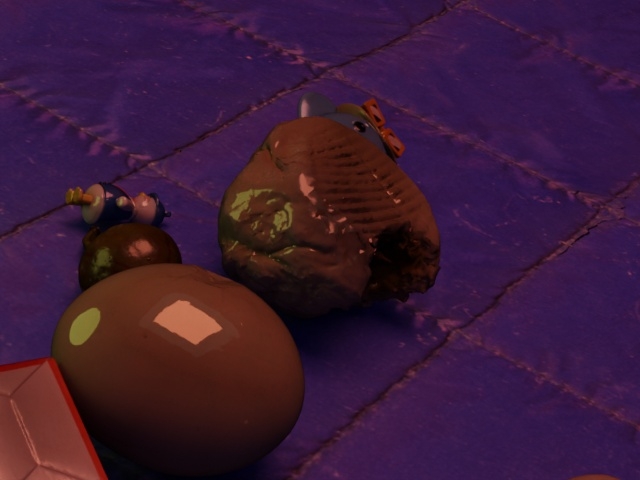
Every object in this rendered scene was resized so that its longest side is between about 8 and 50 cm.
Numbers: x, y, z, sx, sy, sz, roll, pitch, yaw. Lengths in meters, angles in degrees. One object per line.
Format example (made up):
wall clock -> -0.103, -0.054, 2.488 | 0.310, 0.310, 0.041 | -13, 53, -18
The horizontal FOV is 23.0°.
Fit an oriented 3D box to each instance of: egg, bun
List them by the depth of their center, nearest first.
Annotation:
egg -> -0.147, 0.134, 1.647 | 0.269, 0.219, 0.219 | 26, 30, -7
bun -> -0.010, -0.012, 1.951 | 0.281, 0.205, 0.281 | 35, 31, -25

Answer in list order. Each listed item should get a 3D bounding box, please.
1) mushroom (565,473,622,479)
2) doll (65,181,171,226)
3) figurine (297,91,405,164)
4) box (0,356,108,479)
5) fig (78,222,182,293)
mushroom -> 0.261, 0.300, 1.686 | 0.212, 0.088, 0.097 | -6, 27, -21
doll -> -0.257, -0.043, 2.036 | 0.143, 0.058, 0.098 | 10, -9, -30
figurine -> 0.016, -0.087, 2.172 | 0.180, 0.154, 0.262 | 26, 49, 1
box -> -0.300, 0.214, 1.542 | 0.133, 0.099, 0.182 | -8, 50, -34
fig -> -0.251, 0.019, 1.907 | 0.124, 0.124, 0.236 | -5, 22, -30
